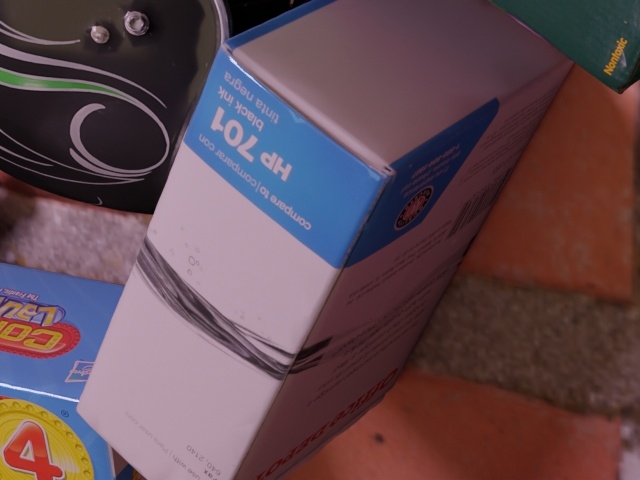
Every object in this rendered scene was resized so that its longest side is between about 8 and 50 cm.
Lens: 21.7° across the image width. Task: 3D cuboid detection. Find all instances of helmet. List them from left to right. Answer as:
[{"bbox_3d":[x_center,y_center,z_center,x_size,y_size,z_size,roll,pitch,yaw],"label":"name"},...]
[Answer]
[{"bbox_3d":[-0.087,-0.102,0.652,0.161,0.169,0.169,32,127,10],"label":"helmet"}]

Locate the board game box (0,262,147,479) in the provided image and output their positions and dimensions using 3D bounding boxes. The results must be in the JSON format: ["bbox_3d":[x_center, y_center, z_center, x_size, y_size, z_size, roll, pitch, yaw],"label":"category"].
[{"bbox_3d":[-0.200,0.150,0.842,0.308,0.086,0.302,9,124,21],"label":"board game box"}]

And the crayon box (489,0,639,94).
[{"bbox_3d":[0.093,-0.203,0.489,0.165,0.081,0.278,39,138,19],"label":"crayon box"}]

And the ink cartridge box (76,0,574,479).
[{"bbox_3d":[0.000,0.000,0.643,0.082,0.139,0.190,39,129,15],"label":"ink cartridge box"}]
